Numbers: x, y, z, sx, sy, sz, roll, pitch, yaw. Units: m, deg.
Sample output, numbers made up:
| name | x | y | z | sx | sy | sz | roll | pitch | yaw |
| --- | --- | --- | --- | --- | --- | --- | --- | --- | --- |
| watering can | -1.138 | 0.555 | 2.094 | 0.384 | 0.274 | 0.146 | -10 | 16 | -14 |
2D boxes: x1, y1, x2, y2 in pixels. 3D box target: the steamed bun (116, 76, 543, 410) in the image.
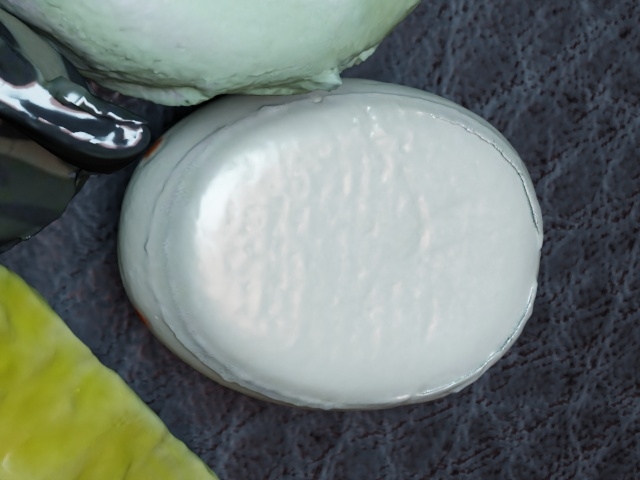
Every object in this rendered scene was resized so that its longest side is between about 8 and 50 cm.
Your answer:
| name | x | y | z | sx | sy | sz | roll | pitch | yaw |
| --- | --- | --- | --- | --- | --- | --- | --- | --- | --- |
| steamed bun | 0.000 | 0.000 | 0.793 | 0.228 | 0.131 | 0.177 | 1 | 98 | -22 |

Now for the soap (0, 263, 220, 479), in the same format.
| name | x | y | z | sx | sy | sz | roll | pitch | yaw |
| --- | --- | --- | --- | --- | --- | --- | --- | --- | --- |
| soap | -0.248 | 0.220 | 0.716 | 0.427 | 0.115 | 0.306 | -40 | 134 | 1 |

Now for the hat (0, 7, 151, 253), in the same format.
| name | x | y | z | sx | sy | sz | roll | pitch | yaw |
| --- | --- | --- | --- | --- | --- | --- | --- | --- | --- |
| hat | -0.274 | -0.095 | 0.572 | 0.366 | 0.257 | 0.381 | -19 | 112 | 3 |

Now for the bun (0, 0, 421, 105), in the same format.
| name | x | y | z | sx | sy | sz | roll | pitch | yaw |
| --- | --- | --- | --- | --- | --- | --- | --- | --- | --- |
| bun | -0.079 | -0.176 | 0.695 | 0.283 | 0.179 | 0.283 | 17 | 57 | -28 |
